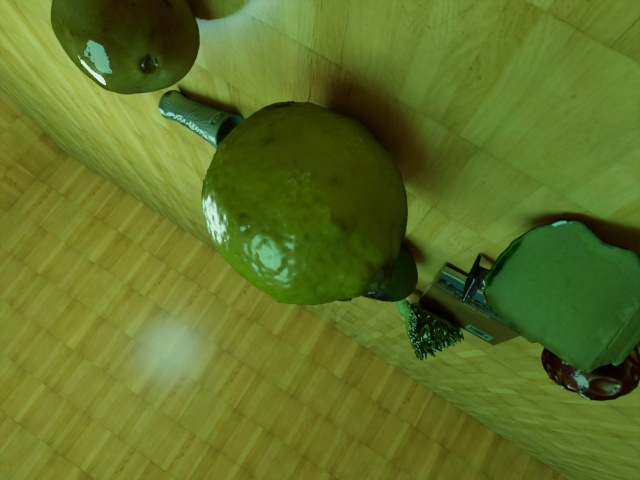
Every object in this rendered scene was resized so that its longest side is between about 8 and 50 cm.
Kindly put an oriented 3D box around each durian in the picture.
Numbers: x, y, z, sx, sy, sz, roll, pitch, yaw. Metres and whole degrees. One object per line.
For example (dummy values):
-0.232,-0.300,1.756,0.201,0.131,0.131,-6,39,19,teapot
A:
0.332,0.248,1.474,0.394,0.163,0.198,39,-149,-57,durian

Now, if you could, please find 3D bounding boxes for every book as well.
0.410,0.188,1.289,0.262,0.028,0.374,31,165,12,book

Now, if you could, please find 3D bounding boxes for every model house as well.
0.415,0.081,0.773,0.189,0.195,0.214,16,-165,-42,model house

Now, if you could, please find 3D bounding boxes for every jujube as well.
0.548,0.249,0.990,0.155,0.155,0.230,31,174,9,jujube

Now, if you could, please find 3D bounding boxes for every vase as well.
-0.291,-0.293,1.148,0.219,0.096,0.096,30,164,25,vase

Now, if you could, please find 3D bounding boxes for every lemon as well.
-0.018,-0.054,0.833,0.387,0.350,0.350,40,167,21,lemon

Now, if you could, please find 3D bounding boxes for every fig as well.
0.150,0.068,1.212,0.181,0.181,0.191,18,131,45,fig

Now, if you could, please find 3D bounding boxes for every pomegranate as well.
-0.325,-0.357,0.799,0.233,0.233,0.233,31,164,10,pomegranate

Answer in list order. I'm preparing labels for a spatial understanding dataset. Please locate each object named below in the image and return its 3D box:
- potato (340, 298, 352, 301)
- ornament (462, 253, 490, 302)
0.026,0.146,1.771,0.251,0.113,0.149,23,160,32,potato
0.404,0.101,0.984,0.203,0.088,0.081,16,135,17,ornament
